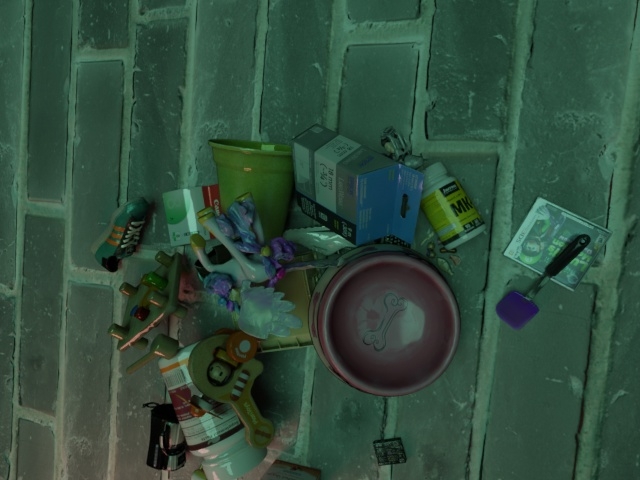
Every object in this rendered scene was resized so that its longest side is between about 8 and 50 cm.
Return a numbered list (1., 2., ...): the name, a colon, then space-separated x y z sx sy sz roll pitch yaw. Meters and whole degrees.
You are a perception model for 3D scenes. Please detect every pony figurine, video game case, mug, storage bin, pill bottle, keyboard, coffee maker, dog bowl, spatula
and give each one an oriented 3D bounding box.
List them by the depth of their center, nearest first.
1. spatula: 0.557 0.101 1.053 0.084 0.030 0.297 39 111 15
2. pony figurine: -0.158 0.072 1.054 0.350 0.302 0.364 -11 112 44
3. video game case: 0.593 0.008 1.064 0.190 0.022 0.173 30 101 15
4. dog bowl: 0.170 0.207 1.082 0.407 0.150 0.409 0 87 -1
5. pill bottle: 0.326 -0.091 1.096 0.119 0.119 0.209 -32 83 17
6. keyboard: 0.200 0.019 1.194 0.108 0.023 0.181 7 93 18
7. storage bin: -0.125 0.185 1.255 0.262 0.123 0.261 -12 89 18
8. pill bottle: -0.318 0.496 1.276 0.223 0.224 0.393 -24 85 17
9. mug: -0.392 0.789 1.407 0.064 0.078 0.062 12 128 26
10. coffee maker: -0.521 0.655 1.418 0.171 0.120 0.179 12 95 41

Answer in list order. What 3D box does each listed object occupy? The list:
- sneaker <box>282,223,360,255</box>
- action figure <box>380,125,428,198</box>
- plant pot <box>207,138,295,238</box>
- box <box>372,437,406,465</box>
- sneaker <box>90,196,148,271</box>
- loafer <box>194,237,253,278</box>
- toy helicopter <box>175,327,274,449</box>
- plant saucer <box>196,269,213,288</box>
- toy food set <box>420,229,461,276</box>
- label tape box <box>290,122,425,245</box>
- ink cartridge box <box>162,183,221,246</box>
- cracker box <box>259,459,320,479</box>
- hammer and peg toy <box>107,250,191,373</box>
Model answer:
1. sneaker: 0.000 0.000 1.229 0.234 0.090 0.095 -1 101 20
2. action figure: 0.169 -0.191 1.080 0.285 0.099 0.186 4 110 58
3. plant pot: -0.184 -0.146 1.208 0.275 0.276 0.254 11 107 17
4. box: 0.200 0.611 1.218 0.083 0.018 0.067 -17 87 18
5. sneaker: -0.661 -0.014 1.435 0.302 0.108 0.121 -45 80 23
6. loafer: -0.295 0.047 1.307 0.219 0.078 0.080 -33 64 5
7. toy helicopter: -0.239 0.424 1.137 0.140 0.235 0.355 -11 109 52
8. plant saucer: -0.361 0.101 1.380 0.119 0.021 0.120 1 92 17
9. toy food set: 0.334 0.032 1.151 0.122 0.019 0.078 44 104 12
10. label tape box: 0.082 -0.119 1.075 0.333 0.106 0.241 33 146 30
11. ink cartridge box: -0.395 -0.085 1.369 0.224 0.056 0.181 -10 89 20
12. cracker box: -0.107 0.734 1.211 0.155 0.232 0.067 4 93 17
13. hammer and peg toy: -0.530 0.222 1.286 0.265 0.127 0.362 -37 37 17
